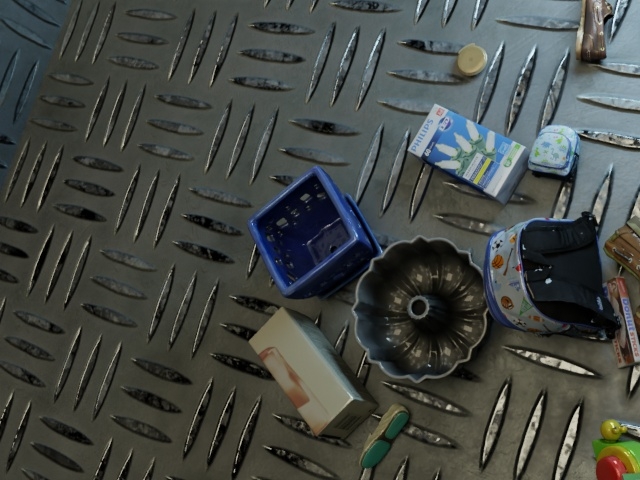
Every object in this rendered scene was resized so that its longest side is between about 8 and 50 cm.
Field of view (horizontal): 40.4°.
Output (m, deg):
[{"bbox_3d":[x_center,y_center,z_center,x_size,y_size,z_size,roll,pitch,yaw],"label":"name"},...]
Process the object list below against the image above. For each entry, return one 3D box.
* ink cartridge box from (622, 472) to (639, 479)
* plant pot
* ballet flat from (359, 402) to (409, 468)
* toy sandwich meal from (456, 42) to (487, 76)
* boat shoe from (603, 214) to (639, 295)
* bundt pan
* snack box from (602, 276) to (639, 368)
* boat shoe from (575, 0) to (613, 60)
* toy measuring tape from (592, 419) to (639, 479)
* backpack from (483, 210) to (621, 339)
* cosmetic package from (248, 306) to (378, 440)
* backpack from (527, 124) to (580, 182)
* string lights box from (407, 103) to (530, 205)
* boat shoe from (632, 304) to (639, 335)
[{"bbox_3d":[0.663,0.505,1.554,0.219,0.092,0.160,-6,97,14],"label":"ink cartridge box"},{"bbox_3d":[0.000,0.000,2.084,0.236,0.212,0.236,-37,62,15],"label":"plant pot"},{"bbox_3d":[0.142,0.444,1.981,0.168,0.057,0.052,-52,31,3],"label":"ballet flat"},{"bbox_3d":[0.368,-0.437,2.113,0.085,0.029,0.086,-6,77,24],"label":"toy sandwich meal"},{"bbox_3d":[0.694,0.091,1.741,0.104,0.110,0.307,-44,51,17],"label":"boat shoe"},{"bbox_3d":[0.241,0.161,1.955,0.330,0.124,0.331,-8,73,27],"label":"bundt pan"},{"bbox_3d":[0.616,0.168,1.781,0.022,0.064,0.178,-1,70,-14],"label":"snack box"},{"bbox_3d":[0.625,-0.505,1.965,0.073,0.073,0.207,4,85,28],"label":"boat shoe"},{"bbox_3d":[0.606,0.504,1.657,0.121,0.121,0.330,-19,71,24],"label":"toy measuring tape"},{"bbox_3d":[0.452,0.074,1.781,0.213,0.263,0.277,-26,62,41],"label":"backpack"},{"bbox_3d":[-0.018,0.313,2.042,0.129,0.153,0.296,-45,58,10],"label":"cosmetic package"},{"bbox_3d":[0.521,-0.199,1.925,0.105,0.084,0.114,14,81,29],"label":"backpack"},{"bbox_3d":[0.348,-0.202,2.027,0.259,0.076,0.133,32,94,32],"label":"string lights box"},{"bbox_3d":[0.699,0.200,1.731,0.178,0.064,0.060,40,128,33],"label":"boat shoe"}]
